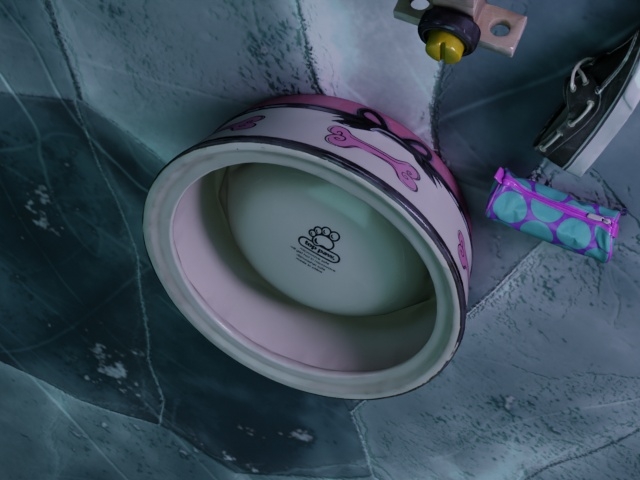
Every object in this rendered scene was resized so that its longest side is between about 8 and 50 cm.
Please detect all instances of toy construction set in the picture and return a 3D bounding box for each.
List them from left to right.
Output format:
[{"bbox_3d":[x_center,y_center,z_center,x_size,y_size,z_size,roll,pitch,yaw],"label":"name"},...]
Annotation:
[{"bbox_3d":[0.186,-0.292,1.281,0.309,0.257,0.237,-5,151,4],"label":"toy construction set"}]

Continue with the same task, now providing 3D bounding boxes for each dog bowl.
[{"bbox_3d":[0.000,0.000,1.677,0.408,0.150,0.408,16,136,16],"label":"dog bowl"}]

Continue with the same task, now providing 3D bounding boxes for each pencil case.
[{"bbox_3d":[0.261,-0.030,1.565,0.152,0.064,0.070,21,154,9],"label":"pencil case"}]

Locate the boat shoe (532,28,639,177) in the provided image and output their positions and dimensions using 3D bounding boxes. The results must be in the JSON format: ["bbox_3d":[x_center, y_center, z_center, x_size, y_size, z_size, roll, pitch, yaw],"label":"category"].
[{"bbox_3d":[0.282,-0.147,1.428,0.070,0.078,0.219,28,140,0],"label":"boat shoe"}]
